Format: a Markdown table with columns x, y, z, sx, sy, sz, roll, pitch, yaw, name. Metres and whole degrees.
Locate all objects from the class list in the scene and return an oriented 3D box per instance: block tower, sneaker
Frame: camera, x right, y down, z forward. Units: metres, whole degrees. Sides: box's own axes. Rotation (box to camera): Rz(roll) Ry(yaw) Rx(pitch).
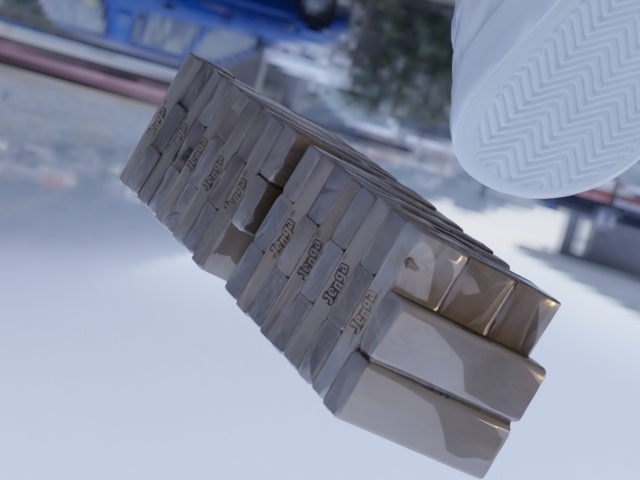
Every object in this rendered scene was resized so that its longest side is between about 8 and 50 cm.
| x | y | z | sx | sy | sz | roll | pitch | yaw | name |
| --- | --- | --- | --- | --- | --- | --- | --- | --- | --- |
| 0.000 | 0.000 | 0.954 | 0.097 | 0.091 | 0.335 | 27 | -172 | -31 | block tower |
| 0.134 | -0.165 | 0.632 | 0.108 | 0.292 | 0.169 | 23 | -138 | -27 | sneaker |
